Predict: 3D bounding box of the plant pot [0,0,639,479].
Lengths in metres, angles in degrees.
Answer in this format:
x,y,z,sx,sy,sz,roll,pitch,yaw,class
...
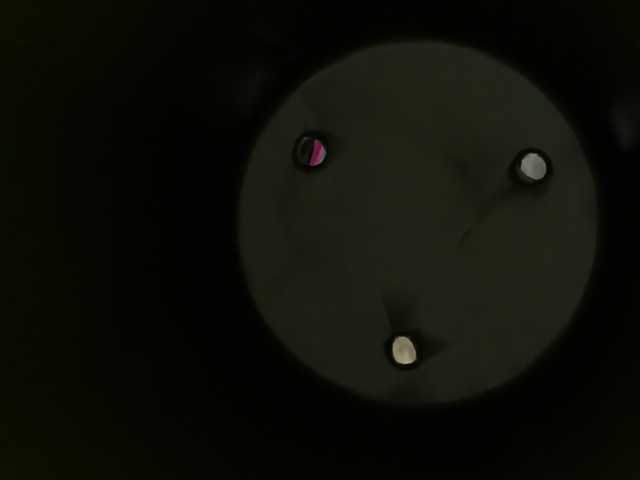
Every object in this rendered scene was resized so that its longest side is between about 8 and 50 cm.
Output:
x,y,z,sx,sy,sz,roll,pitch,yaw,class
0.000,0.000,0.308,0.274,0.293,0.275,1,-88,16,plant pot

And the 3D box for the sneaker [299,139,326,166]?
x,y,z,sx,sy,sz,roll,pitch,yaw,class
-0.053,-0.128,0.522,0.178,0.124,0.296,-23,-89,-4,sneaker
